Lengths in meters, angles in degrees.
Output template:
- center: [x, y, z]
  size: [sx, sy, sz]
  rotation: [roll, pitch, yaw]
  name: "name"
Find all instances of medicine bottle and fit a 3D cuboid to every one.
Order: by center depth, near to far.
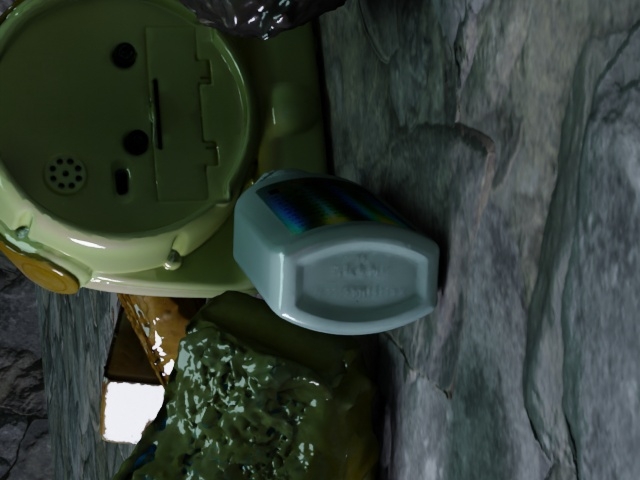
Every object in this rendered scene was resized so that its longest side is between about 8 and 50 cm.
- center: [0.000, 0.000, 1.261]
  size: [0.229, 0.121, 0.083]
  rotation: [-133, 43, -69]
  name: "medicine bottle"

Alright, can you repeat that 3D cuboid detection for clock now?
- center: [-0.173, -0.094, 1.465]
  size: [0.117, 0.348, 0.286]
  rotation: [132, 134, -69]
  name: "clock"

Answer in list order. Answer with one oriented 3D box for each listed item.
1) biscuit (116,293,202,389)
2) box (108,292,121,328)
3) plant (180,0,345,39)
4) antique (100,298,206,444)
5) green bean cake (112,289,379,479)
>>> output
- center: [-0.168, 0.025, 1.647]
  size: [0.296, 0.075, 0.296]
  rotation: [157, 90, -80]
  name: "biscuit"
- center: [-0.284, 0.102, 2.537]
  size: [0.247, 0.033, 0.129]
  rotation: [-120, 33, -62]
  name: "box"
- center: [-0.029, -0.245, 1.241]
  size: [0.178, 0.204, 0.234]
  rotation: [66, 163, -4]
  name: "plant"
- center: [-0.178, 0.104, 1.895]
  size: [0.310, 0.093, 0.087]
  rotation: [-88, 3, -61]
  name: "antique"
- center: [-0.071, 0.221, 1.311]
  size: [0.310, 0.202, 0.285]
  rotation: [-48, -27, -46]
  name: "green bean cake"
